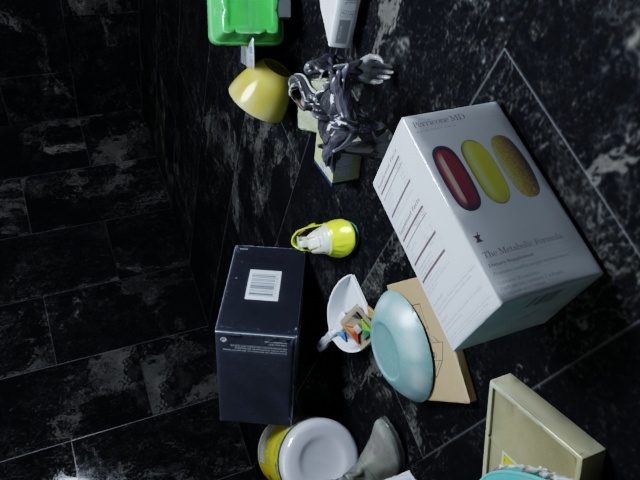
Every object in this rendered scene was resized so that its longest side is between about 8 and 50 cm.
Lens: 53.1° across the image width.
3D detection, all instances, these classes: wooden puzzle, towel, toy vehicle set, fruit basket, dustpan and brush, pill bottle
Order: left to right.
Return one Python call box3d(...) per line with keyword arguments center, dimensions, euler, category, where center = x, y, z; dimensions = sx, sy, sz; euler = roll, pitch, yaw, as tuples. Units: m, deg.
box3d(center=(-0.149, -0.532, 1.337), dimensions=(0.353, 0.165, 0.327), euler=(-105, 14, -72), category="fruit basket")
box3d(center=(-0.047, 0.523, 1.571), dimensions=(0.334, 0.187, 0.188), euler=(146, 110, -68), category="pill bottle")
box3d(center=(-0.013, -0.265, 1.260), dimensions=(0.148, 0.027, 0.110), euler=(-149, 51, -62), category="towel")
box3d(center=(0.041, 0.182, 1.326), dimensions=(0.211, 0.060, 0.147), euler=(113, 139, -57), category="dustpan and brush")
box3d(center=(0.074, 0.166, 1.228), dimensions=(0.078, 0.014, 0.116), euler=(48, 131, 21), category="wooden puzzle")
box3d(center=(0.278, 0.330, 0.837), dimensions=(0.166, 0.035, 0.267), euler=(-138, 41, -57), category="toy vehicle set")

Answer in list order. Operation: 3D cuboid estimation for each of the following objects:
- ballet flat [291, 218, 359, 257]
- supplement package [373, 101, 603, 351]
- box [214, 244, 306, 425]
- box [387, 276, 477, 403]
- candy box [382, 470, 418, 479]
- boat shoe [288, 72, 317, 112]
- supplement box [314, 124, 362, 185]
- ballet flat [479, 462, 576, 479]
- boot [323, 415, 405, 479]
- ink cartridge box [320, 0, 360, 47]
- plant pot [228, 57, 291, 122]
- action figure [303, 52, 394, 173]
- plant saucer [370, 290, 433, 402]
box3d(center=(0.000, 0.000, 1.305), dimensions=(0.231, 0.077, 0.077), euler=(-179, 78, -68), category="ballet flat")
box3d(center=(0.180, -0.020, 0.747), dimensions=(0.134, 0.138, 0.244), euler=(111, 141, -57), category="supplement package")
box3d(center=(-0.134, 0.218, 1.486), dimensions=(0.296, 0.182, 0.294), euler=(-85, -1, -54), category="box")
box3d(center=(0.174, 0.157, 1.029), dimensions=(0.164, 0.021, 0.201), euler=(150, 107, -68), category="box")
box3d(center=(0.184, 0.547, 1.154), dimensions=(0.196, 0.070, 0.165), euler=(-144, 45, -59), category="candy box")
box3d(center=(-0.040, -0.283, 1.227), dimensions=(0.046, 0.038, 0.125), euler=(101, 149, -41), category="boat shoe")
box3d(center=(0.032, -0.159, 1.163), dimensions=(0.083, 0.056, 0.083), euler=(-123, 29, -42), category="supplement box")
box3d(center=(0.314, 0.336, 0.608), dimensions=(0.409, 0.146, 0.147), euler=(3, 105, 66), category="ballet flat")
box3d(center=(0.074, 0.463, 1.261), dimensions=(0.083, 0.161, 0.247), euler=(-128, 33, -48), category="boot")
box3d(center=(0.033, -0.430, 1.058), dimensions=(0.145, 0.045, 0.179), euler=(104, 165, -51), category="ink cartridge box")
box3d(center=(-0.116, -0.332, 1.371), dimensions=(0.095, 0.134, 0.134), euler=(-53, 48, 31), category="plant pot")
box3d(center=(0.049, -0.208, 0.986), dimensions=(0.276, 0.140, 0.164), euler=(-107, 17, -59), category="action figure")
box3d(center=(0.125, 0.183, 1.088), dimensions=(0.195, 0.037, 0.195), euler=(167, 90, -70), category="plant saucer")
